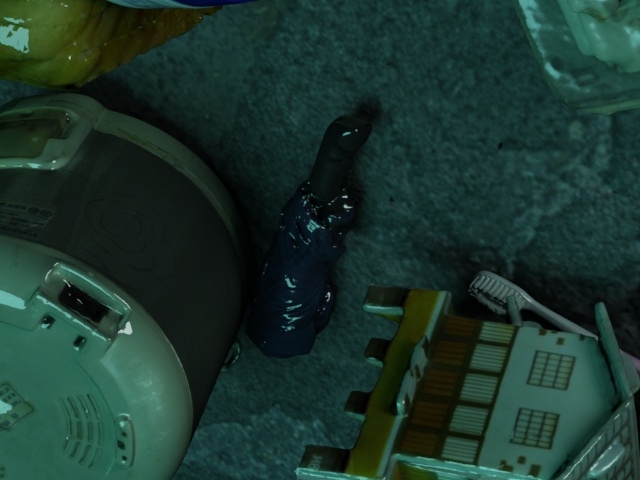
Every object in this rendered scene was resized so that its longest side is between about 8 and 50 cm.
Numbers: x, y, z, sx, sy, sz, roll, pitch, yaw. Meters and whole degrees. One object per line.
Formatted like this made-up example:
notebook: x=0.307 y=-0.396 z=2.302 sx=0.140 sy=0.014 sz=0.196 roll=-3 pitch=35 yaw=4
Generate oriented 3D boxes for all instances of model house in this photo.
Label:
model house: x=0.123 y=0.165 z=1.217 sx=0.215 sy=0.198 sz=0.224 roll=8 pitch=139 yaw=21

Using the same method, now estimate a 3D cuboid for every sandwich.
sandwich: x=-0.225 y=-0.191 z=1.189 sx=0.251 sy=0.226 sz=0.087 roll=15 pitch=120 yaw=22

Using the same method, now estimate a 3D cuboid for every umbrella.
umbrella: x=-0.004 y=-0.006 z=1.299 sx=0.071 sy=0.071 sz=0.248 roll=29 pitch=131 yaw=13

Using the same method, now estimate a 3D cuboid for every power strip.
power strip: x=0.188 y=-0.169 z=1.029 sx=0.198 sy=0.064 sz=0.213 roll=-13 pitch=113 yaw=38

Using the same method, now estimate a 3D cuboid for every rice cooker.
rice cooker: x=-0.205 y=0.053 z=1.323 sx=0.288 sy=0.277 sz=0.288 roll=7 pitch=125 yaw=10

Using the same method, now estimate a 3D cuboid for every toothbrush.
toothbrush: x=0.234 y=0.097 z=1.232 sx=0.286 sy=0.025 sz=0.020 roll=29 pitch=132 yaw=13

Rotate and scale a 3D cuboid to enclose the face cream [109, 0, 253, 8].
face cream: x=-0.092 y=-0.247 z=1.062 sx=0.111 sy=0.206 sz=0.206 roll=1 pitch=123 yaw=40
